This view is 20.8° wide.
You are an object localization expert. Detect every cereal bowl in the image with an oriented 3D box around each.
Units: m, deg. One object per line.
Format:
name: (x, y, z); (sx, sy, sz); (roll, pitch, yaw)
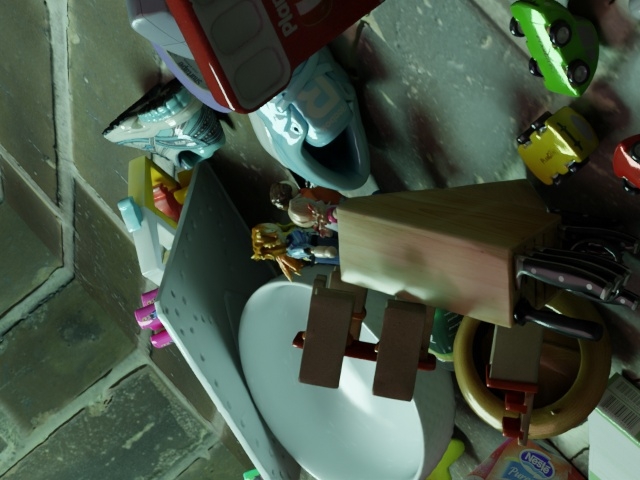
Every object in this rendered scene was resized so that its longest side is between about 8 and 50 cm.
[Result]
cereal bowl: (0.054, 0.176, 2.355); (0.339, 0.141, 0.339); (29, 135, 33)

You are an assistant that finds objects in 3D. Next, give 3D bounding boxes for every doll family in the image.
doll family: (0.000, 0.000, 2.031); (0.263, 0.163, 0.118); (-140, 56, -79)

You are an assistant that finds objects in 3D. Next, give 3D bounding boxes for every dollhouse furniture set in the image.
dollhouse furniture set: (0.100, 0.123, 1.833); (0.259, 0.135, 0.262); (9, -174, 4)

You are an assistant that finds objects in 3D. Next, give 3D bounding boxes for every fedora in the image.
fedora: (0.243, 0.128, 1.921); (0.194, 0.194, 0.079); (38, -167, 33)

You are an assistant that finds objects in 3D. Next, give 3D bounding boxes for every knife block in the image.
knife block: (0.166, 0.027, 1.703); (0.242, 0.276, 0.088); (-107, 12, -66)

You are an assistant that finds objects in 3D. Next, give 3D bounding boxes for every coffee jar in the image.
coffee jar: (0.144, 0.075, 2.109); (0.096, 0.079, 0.184); (35, 157, 40)

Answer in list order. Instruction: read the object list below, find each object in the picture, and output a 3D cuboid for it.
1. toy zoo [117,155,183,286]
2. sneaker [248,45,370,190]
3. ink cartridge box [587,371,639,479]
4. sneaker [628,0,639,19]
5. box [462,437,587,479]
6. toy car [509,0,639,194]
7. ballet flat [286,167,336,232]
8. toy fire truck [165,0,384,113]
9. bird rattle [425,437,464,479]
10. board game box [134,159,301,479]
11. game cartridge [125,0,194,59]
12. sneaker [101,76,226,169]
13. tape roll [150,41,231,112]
toy zoo: (-0.208, 0.000, 2.562); (0.293, 0.030, 0.192); (42, -147, -54)
sneaker: (-0.026, -0.186, 1.929); (0.150, 0.135, 0.366); (35, 168, 37)
ink cartridge box: (0.380, 0.269, 1.977); (0.171, 0.056, 0.235); (40, 163, 28)
sneaker: (0.337, -0.153, 1.164); (0.180, 0.124, 0.321); (46, 173, -2)
box: (0.252, 0.380, 2.349); (0.142, 0.154, 0.300); (45, 160, 14)
toy car: (0.236, -0.127, 1.531); (0.239, 0.053, 0.225); (22, 147, 54)
ballet flat: (-0.013, -0.061, 2.257); (0.057, 0.049, 0.173); (25, 150, 51)
toy fire truck: (-0.044, -0.290, 1.540); (0.169, 0.254, 0.302); (29, 153, 47)
bird rattle: (0.065, 0.314, 2.523); (0.207, 0.254, 0.143); (64, 161, 8)
board game box: (-0.126, 0.135, 2.522); (0.390, 0.050, 0.390); (60, -159, -28)
game cartridge: (-0.109, -0.272, 1.686); (0.297, 0.062, 0.198); (-4, -92, -66)
sneaker: (-0.220, -0.149, 2.488); (0.122, 0.110, 0.283); (51, 163, -13)
tape roll: (-0.137, -0.254, 2.122); (0.189, 0.080, 0.189); (44, 161, 20)
